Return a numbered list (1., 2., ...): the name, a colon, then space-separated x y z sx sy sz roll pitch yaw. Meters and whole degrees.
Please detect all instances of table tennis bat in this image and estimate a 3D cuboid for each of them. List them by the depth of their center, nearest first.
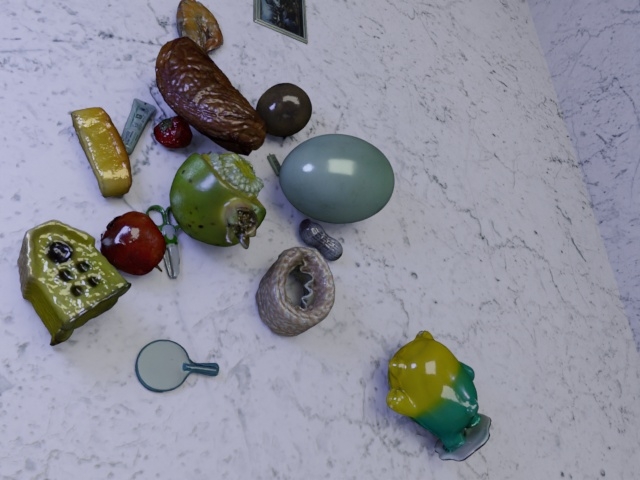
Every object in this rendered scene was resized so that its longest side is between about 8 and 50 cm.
1. table tennis bat: -0.340 0.303 1.248 0.201 0.033 0.124 12 63 -27

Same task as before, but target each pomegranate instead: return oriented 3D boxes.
1. pomegranate: -0.253 -0.092 1.338 0.260 0.261 0.341 11 24 -30

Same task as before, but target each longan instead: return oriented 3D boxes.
1. longan: -0.120 -0.418 1.672 0.187 0.167 0.167 -30 86 -30

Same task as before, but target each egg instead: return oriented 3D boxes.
1. egg: 0.056 -0.189 1.605 0.388 0.276 0.276 -2 69 -33

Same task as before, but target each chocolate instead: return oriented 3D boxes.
1. chocolate: 0.000 0.000 1.607 0.167 0.072 0.072 40 51 -15

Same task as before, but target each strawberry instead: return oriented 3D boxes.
1. strawberry: -0.413 -0.299 1.462 0.106 0.106 0.106 15 60 -28

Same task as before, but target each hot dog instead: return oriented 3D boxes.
1. hot dog: -0.311 -0.384 1.449 0.387 0.174 0.267 51 7 13

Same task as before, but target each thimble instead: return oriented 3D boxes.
1. thimble: -0.072 0.143 1.441 0.195 0.148 0.229 5 62 -30

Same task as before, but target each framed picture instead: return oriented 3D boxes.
1. framed picture: -0.150 -0.908 1.989 0.232 0.019 0.296 11 62 -30

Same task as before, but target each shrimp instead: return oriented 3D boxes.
1. shrimp: -0.383 -0.649 1.674 0.164 0.062 0.317 9 60 -34

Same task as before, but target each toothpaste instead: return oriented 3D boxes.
1. toothpaste: -0.513 -0.307 1.430 0.064 0.041 0.218 20 54 -19

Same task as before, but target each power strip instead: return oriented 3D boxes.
1. power strip: -0.145 -0.244 1.663 0.027 0.017 0.083 -25 84 -41

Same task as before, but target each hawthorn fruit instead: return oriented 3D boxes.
1. hawthorn fruit: -0.441 0.015 1.253 0.172 0.148 0.148 44 50 -20

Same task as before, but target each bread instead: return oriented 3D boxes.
1. bread: -0.552 -0.224 1.322 0.094 0.102 0.246 -20 78 -32

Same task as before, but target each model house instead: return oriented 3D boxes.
1. model house: -0.558 0.079 1.105 0.234 0.193 0.175 49 52 -4

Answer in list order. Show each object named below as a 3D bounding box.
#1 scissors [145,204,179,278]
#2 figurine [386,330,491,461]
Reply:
1. scissors: -0.398 0.001 1.360 0.101 0.027 0.205 0 66 -33
2. figurine: 0.340 0.443 1.521 0.323 0.231 0.340 -38 96 -35
